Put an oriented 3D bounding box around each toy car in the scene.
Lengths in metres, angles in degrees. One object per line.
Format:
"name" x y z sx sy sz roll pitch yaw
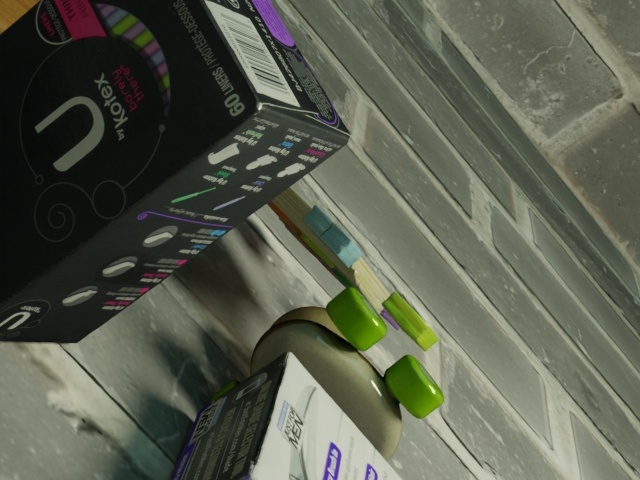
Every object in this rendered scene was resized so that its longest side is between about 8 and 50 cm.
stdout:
"toy car" 0.002 0.115 1.208 0.149 0.155 0.188 50 6 -12

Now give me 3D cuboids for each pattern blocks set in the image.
"pattern blocks set" 0.000 0.000 1.273 0.285 0.026 0.325 44 -3 30

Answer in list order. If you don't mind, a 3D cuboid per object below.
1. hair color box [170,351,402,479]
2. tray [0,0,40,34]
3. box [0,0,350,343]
"hair color box" 0.032 0.270 1.049 0.339 0.110 0.185 51 20 -14
"tray" -0.250 -0.175 1.203 0.411 0.076 0.202 38 24 -37
"box" -0.146 -0.066 0.947 0.165 0.270 0.143 60 19 18
